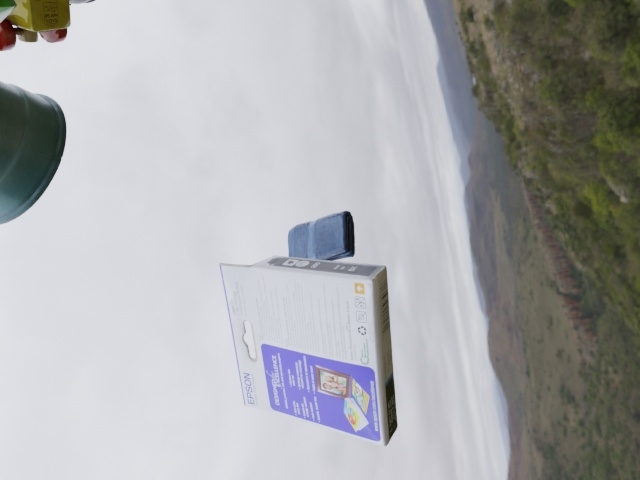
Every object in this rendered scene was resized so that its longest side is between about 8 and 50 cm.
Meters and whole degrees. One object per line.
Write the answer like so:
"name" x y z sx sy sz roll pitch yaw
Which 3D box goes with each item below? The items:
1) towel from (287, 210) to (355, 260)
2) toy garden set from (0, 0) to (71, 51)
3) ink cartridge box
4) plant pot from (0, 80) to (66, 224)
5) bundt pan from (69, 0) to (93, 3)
"towel" 0.000 0.000 0.758 0.029 0.119 0.067 16 -113 -43
"toy garden set" -0.214 -0.186 0.349 0.049 0.244 0.204 61 -148 -14
"ink cartridge box" -0.015 0.123 0.625 0.045 0.208 0.207 -32 -59 -55
"plant pot" -0.803 -0.243 1.118 0.334 0.340 0.342 33 -133 -60
"bundt pan" -0.506 -0.572 0.929 0.124 0.330 0.331 -109 -4 -51
